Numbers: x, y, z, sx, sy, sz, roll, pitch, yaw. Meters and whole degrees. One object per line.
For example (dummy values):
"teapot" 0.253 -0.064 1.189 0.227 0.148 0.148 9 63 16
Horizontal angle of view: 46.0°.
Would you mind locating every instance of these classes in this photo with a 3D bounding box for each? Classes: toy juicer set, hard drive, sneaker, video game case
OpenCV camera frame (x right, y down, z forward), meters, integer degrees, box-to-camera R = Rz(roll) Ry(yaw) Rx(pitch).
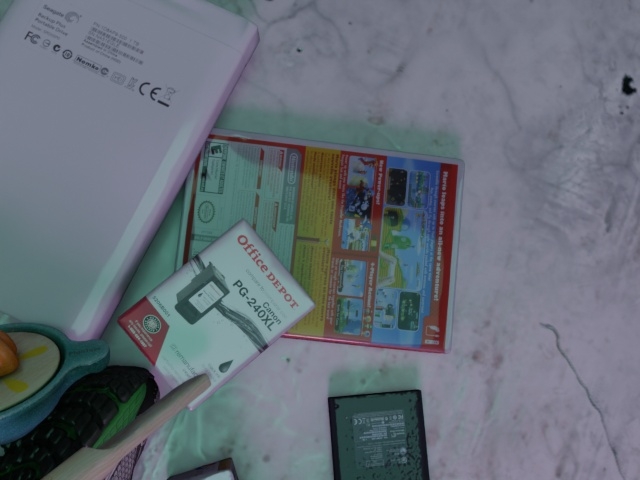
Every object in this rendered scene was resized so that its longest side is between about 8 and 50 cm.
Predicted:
"toy juicer set" -0.278 0.132 0.588 0.328 0.209 0.090 4 120 15
"hard drive" -0.242 -0.101 0.734 0.233 0.047 0.353 25 80 5
"sneaker" -0.234 0.274 0.674 0.146 0.134 0.344 37 69 -37
"hard drive" 0.059 0.220 0.748 0.094 0.022 0.135 -3 82 -7
"video game case" 0.000 0.000 0.770 0.285 0.025 0.204 7 81 -5

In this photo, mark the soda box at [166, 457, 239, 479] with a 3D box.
"soda box" -0.082 0.318 0.692 0.069 0.074 0.216 -18 85 -8

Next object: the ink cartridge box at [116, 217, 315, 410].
"ink cartridge box" -0.094 0.067 0.705 0.150 0.063 0.109 -40 88 -9
